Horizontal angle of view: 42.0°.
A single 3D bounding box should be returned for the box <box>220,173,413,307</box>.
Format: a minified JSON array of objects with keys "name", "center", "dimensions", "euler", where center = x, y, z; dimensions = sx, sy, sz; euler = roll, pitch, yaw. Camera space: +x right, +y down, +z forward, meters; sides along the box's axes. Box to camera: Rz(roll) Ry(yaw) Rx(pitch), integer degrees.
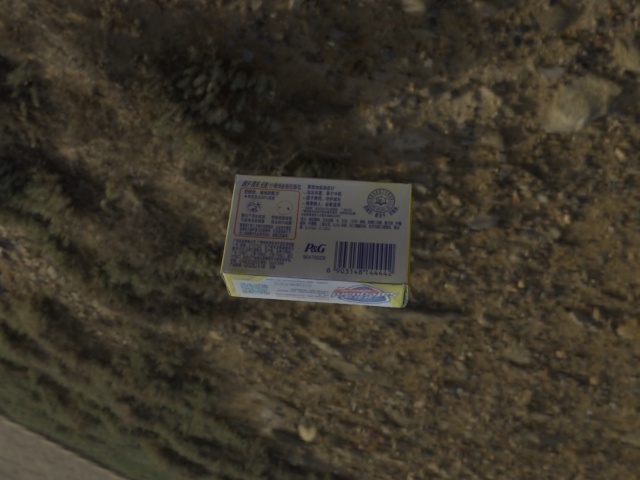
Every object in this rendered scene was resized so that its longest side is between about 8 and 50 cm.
[{"name":"box","center":[0.000,0.000,1.205],"dimensions":[0.265,0.168,0.097],"euler":[2,153,3]}]
